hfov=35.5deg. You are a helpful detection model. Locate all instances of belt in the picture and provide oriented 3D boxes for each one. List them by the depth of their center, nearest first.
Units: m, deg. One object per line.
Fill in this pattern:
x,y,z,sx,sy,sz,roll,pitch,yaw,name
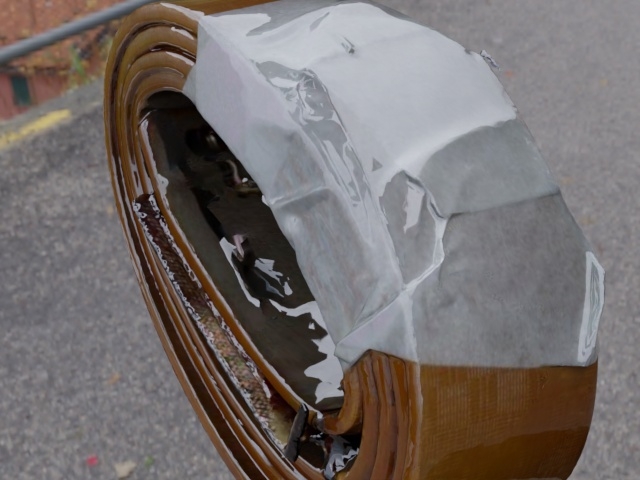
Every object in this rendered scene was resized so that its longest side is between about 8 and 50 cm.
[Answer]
0.000,0.000,0.423,0.105,0.184,0.261,-11,49,-33,belt
